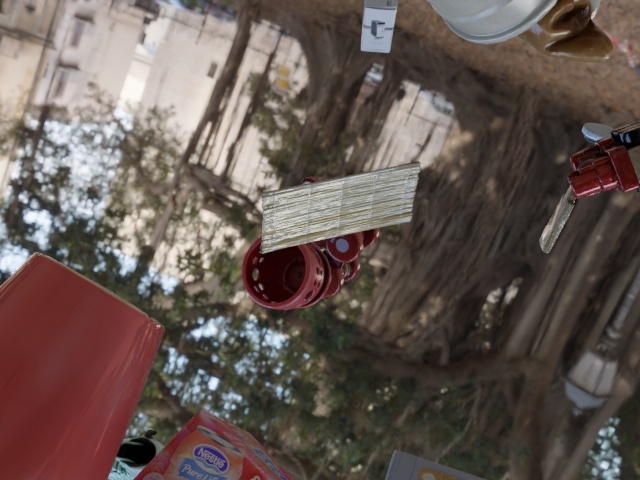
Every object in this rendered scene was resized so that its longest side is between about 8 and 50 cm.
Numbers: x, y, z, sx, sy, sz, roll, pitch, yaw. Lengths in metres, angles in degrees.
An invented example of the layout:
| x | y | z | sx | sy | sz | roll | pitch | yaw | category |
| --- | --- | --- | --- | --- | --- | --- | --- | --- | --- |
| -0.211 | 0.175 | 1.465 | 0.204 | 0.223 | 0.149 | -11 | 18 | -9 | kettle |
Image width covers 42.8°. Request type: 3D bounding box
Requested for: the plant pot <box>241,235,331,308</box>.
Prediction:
| x | y | z | sx | sy | sz | roll | pitch | yaw | category |
| --- | --- | --- | --- | --- | --- | --- | --- | --- | --- |
| -0.079 | 0.084 | 2.059 | 0.191 | 0.191 | 0.174 | 29 | -179 | 25 | plant pot |

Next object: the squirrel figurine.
| x | y | z | sx | sy | sz | roll | pitch | yaw | category |
| --- | --- | --- | --- | --- | --- | --- | --- | --- | --- |
| 0.425 | -0.597 | 1.613 | 0.396 | 0.281 | 0.371 | 12 | 147 | 20 | squirrel figurine |

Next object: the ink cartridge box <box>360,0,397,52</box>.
| x | y | z | sx | sy | sz | roll | pitch | yaw | category |
| --- | --- | --- | --- | --- | --- | --- | --- | --- | --- |
| 0.104 | -0.413 | 1.454 | 0.056 | 0.099 | 0.135 | 4 | 160 | 1 | ink cartridge box |

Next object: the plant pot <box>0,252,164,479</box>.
| x | y | z | sx | sy | sz | roll | pitch | yaw | category |
| --- | --- | --- | --- | --- | --- | --- | --- | --- | --- |
| -0.341 | 0.166 | 1.030 | 0.274 | 0.243 | 0.275 | 28 | 166 | 8 | plant pot |

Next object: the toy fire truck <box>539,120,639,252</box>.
| x | y | z | sx | sy | sz | roll | pitch | yaw | category |
| --- | --- | --- | --- | --- | --- | --- | --- | --- | --- |
| 0.495 | -0.099 | 1.486 | 0.246 | 0.159 | 0.217 | -21 | -176 | 15 | toy fire truck |

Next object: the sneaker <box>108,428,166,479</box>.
| x | y | z | sx | sy | sz | roll | pitch | yaw | category |
| --- | --- | --- | --- | --- | --- | --- | --- | --- | --- |
| -0.384 | 0.423 | 1.629 | 0.255 | 0.094 | 0.151 | -3 | 147 | 30 | sneaker |

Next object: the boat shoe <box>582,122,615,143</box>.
| x | y | z | sx | sy | sz | roll | pitch | yaw | category |
| --- | --- | --- | --- | --- | --- | --- | --- | --- | --- |
| 0.633 | -0.184 | 1.752 | 0.183 | 0.083 | 0.065 | 21 | -144 | -3 | boat shoe |

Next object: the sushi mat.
| x | y | z | sx | sy | sz | roll | pitch | yaw | category |
| --- | --- | --- | --- | --- | --- | --- | --- | --- | --- |
| 0.038 | -0.062 | 1.537 | 0.316 | 0.152 | 0.019 | -12 | -136 | -15 | sushi mat |

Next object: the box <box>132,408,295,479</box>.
| x | y | z | sx | sy | sz | roll | pitch | yaw | category |
| --- | --- | --- | --- | --- | --- | --- | --- | --- | --- |
| -0.136 | 0.370 | 1.207 | 0.154 | 0.142 | 0.300 | 42 | 171 | 20 | box |

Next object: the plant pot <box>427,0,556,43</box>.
| x | y | z | sx | sy | sz | roll | pitch | yaw | category |
| --- | --- | --- | --- | --- | --- | --- | --- | --- | --- |
| 0.197 | -0.515 | 1.276 | 0.305 | 0.334 | 0.334 | 11 | -163 | -36 | plant pot |

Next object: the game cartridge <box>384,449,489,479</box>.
| x | y | z | sx | sy | sz | roll | pitch | yaw | category |
| --- | --- | --- | --- | --- | --- | --- | --- | --- | --- |
| 0.270 | 0.601 | 1.802 | 0.297 | 0.198 | 0.062 | 12 | 157 | 26 | game cartridge |

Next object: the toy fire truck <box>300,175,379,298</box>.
| x | y | z | sx | sy | sz | roll | pitch | yaw | category |
| --- | --- | --- | --- | --- | --- | --- | --- | --- | --- |
| 0.000 | 0.000 | 2.298 | 0.253 | 0.302 | 0.169 | 34 | -152 | 11 | toy fire truck |
